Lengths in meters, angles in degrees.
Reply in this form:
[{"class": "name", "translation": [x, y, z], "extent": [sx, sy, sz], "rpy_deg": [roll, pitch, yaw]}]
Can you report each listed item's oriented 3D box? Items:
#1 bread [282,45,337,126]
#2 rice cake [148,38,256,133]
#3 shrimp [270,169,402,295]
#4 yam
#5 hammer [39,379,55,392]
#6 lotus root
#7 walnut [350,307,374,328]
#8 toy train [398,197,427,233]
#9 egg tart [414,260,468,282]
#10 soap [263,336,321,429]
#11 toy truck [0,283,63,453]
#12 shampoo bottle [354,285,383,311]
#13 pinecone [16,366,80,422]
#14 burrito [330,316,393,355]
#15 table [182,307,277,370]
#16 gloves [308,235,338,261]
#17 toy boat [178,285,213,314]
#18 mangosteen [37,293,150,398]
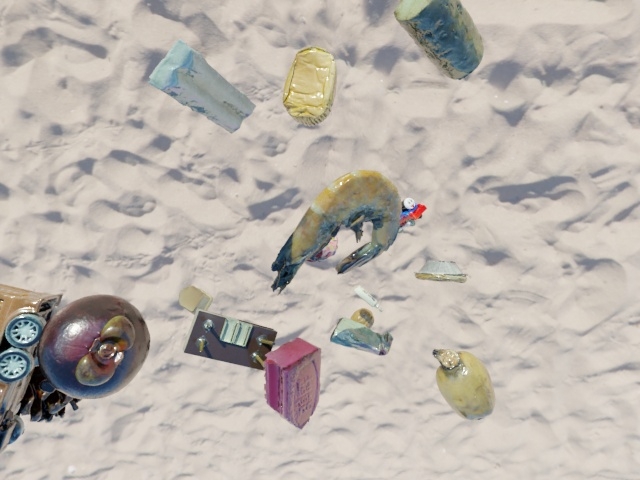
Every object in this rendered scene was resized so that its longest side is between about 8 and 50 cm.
[{"class": "bread", "translation": [-0.033, -0.529, 1.443], "extent": [0.179, 0.133, 0.249], "rpy_deg": [9, 97, 10]}, {"class": "rice cake", "translation": [-0.195, -0.258, 0.730], "extent": [0.040, 0.226, 0.085], "rpy_deg": [42, 99, 18]}, {"class": "shrimp", "translation": [0.038, 0.005, 1.137], "extent": [0.445, 0.085, 0.272], "rpy_deg": [-44, 120, 10]}, {"class": "yam", "translation": [0.237, -0.409, 0.809], "extent": [0.194, 0.107, 0.107], "rpy_deg": [28, 115, -39]}, {"class": "hammer", "translation": [-0.530, 0.263, 0.841], "extent": [0.021, 0.201, 0.078], "rpy_deg": [-42, 101, -16]}, {"class": "lotus root", "translation": [0.353, 0.347, 1.027], "extent": [0.118, 0.125, 0.220], "rpy_deg": [-18, 105, 47]}, {"class": "walnut", "translation": [0.181, 0.357, 1.835], "extent": [0.124, 0.105, 0.105], "rpy_deg": [-38, 110, -7]}, {"class": "toy train", "translation": [0.319, -0.105, 1.670], "extent": [0.131, 0.083, 0.204], "rpy_deg": [50, 152, -2]}, {"class": "egg tart", "translation": [0.531, 0.138, 1.841], "extent": [0.234, 0.234, 0.094], "rpy_deg": [3, 84, 1]}, {"class": "soap", "translation": [-0.077, 0.415, 1.187], "extent": [0.099, 0.162, 0.249], "rpy_deg": [17, 117, 34]}, {"class": "toy truck", "translation": [-0.564, 0.221, 0.691], "extent": [0.162, 0.136, 0.305], "rpy_deg": [19, 82, -16]}, {"class": "shampoo bottle", "translation": [0.195, 0.236, 1.662], "extent": [0.141, 0.049, 0.034], "rpy_deg": [41, 95, 8]}, {"class": "pinecone", "translation": [-0.751, 0.350, 1.059], "extent": [0.309, 0.244, 0.244], "rpy_deg": [29, 114, -34]}, {"class": "burrito", "translation": [0.163, 0.387, 1.637], "extent": [0.229, 0.144, 0.089], "rpy_deg": [18, 120, 16]}, {"class": "table", "translation": [-0.241, 0.285, 1.159], "extent": [0.240, 0.111, 0.121], "rpy_deg": [20, 83, -23]}, {"class": "gloves", "translation": [0.005, 0.011, 1.685], "extent": [0.145, 0.241, 0.126], "rpy_deg": [-22, 93, 27]}, {"class": "toy boat", "translation": [-0.584, 0.270, 1.910], "extent": [0.061, 0.188, 0.116], "rpy_deg": [44, 71, -46]}, {"class": "mangosteen", "translation": [-0.319, 0.151, 0.602], "extent": [0.153, 0.152, 0.152], "rpy_deg": [1, 114, 1]}]
